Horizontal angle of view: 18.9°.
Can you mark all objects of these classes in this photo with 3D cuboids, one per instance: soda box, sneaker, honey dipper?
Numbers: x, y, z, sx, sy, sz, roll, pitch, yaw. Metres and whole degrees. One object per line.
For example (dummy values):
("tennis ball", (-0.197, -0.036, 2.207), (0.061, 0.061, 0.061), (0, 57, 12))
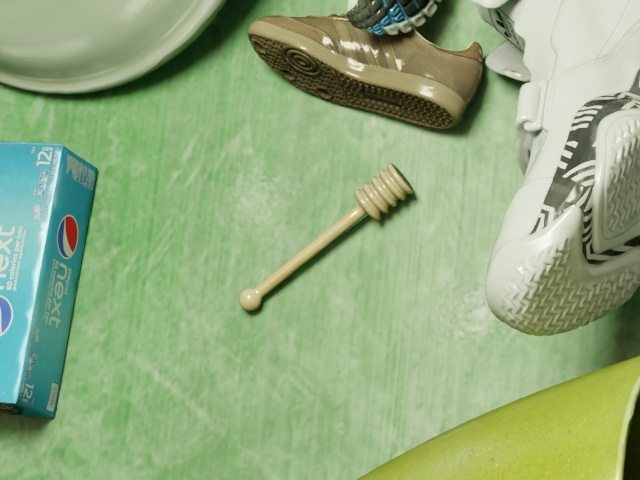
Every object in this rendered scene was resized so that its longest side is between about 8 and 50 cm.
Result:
("soda box", (-0.238, 0.030, 1.521), (0.071, 0.067, 0.210), (3, 76, 20))
("sneaker", (0.170, -0.101, 1.354), (0.210, 0.137, 0.366), (20, 63, 34))
("honey dipper", (0.000, 0.000, 1.470), (0.161, 0.030, 0.030), (-37, 66, 9))
("sneaker", (0.063, -0.228, 1.480), (0.083, 0.071, 0.190), (13, 51, 34))
("sneaker", (0.037, -0.145, 1.489), (0.188, 0.066, 0.071), (22, 66, 18))

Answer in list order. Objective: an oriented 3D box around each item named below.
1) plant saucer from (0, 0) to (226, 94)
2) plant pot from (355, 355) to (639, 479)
("plant saucer", (-0.237, -0.309, 1.514), (0.400, 0.100, 0.400), (6, 104, 27))
("plant pot", (0.127, 0.228, 1.256), (0.293, 0.275, 0.274), (-14, 70, 33))
